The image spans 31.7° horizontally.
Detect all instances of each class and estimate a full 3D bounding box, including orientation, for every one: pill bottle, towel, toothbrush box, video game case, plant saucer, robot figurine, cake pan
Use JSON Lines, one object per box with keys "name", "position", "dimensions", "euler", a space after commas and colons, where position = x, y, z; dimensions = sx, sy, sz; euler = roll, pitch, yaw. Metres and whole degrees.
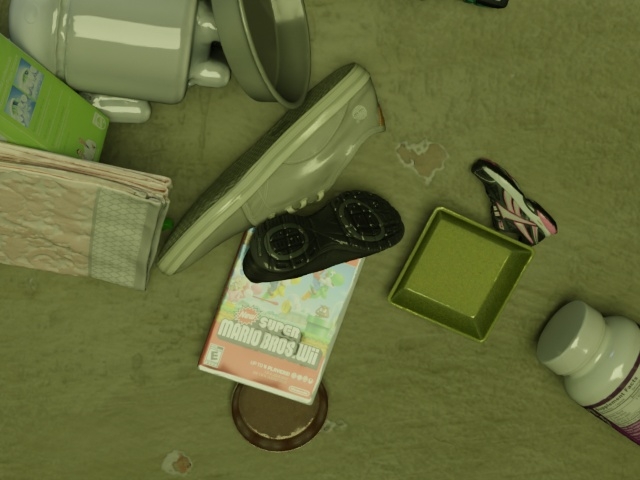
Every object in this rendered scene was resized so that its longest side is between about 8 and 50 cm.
{"name": "pill bottle", "position": [0.516, 0.231, 1.890], "dimensions": [0.301, 0.169, 0.169], "euler": [35, 98, -12]}
{"name": "towel", "position": [-0.394, -0.030, 1.676], "dimensions": [0.316, 0.332, 0.053], "euler": [12, 62, -9]}
{"name": "toothbrush box", "position": [-0.478, -0.177, 1.605], "dimensions": [0.206, 0.122, 0.283], "euler": [-12, 147, 34]}
{"name": "video game case", "position": [-0.062, 0.109, 1.856], "dimensions": [0.204, 0.025, 0.285], "euler": [19, 93, -10]}
{"name": "plant saucer", "position": [-0.069, 0.277, 1.912], "dimensions": [0.168, 0.029, 0.169], "euler": [-1, 103, -5]}
{"name": "robot figurine", "position": [-0.301, -0.311, 1.656], "dimensions": [0.353, 0.200, 0.300], "euler": [8, 111, -8]}
{"name": "cake pan", "position": [-0.087, -0.333, 1.643], "dimensions": [0.054, 0.293, 0.293], "euler": [-8, 105, 18]}
{"name": "plant saucer", "position": [0.230, 0.052, 1.873], "dimensions": [0.188, 0.045, 0.188], "euler": [24, 107, -11]}

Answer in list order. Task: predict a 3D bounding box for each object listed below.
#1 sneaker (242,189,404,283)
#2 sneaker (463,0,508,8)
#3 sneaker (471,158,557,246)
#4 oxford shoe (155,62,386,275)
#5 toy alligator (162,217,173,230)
{"name": "sneaker", "position": [0.000, 0.000, 1.790], "dimensions": [0.286, 0.130, 0.109], "euler": [-11, 73, -27]}
{"name": "sneaker", "position": [0.200, -0.435, 1.741], "dimensions": [0.223, 0.083, 0.098], "euler": [20, 96, -9]}
{"name": "sneaker", "position": [0.307, -0.053, 1.852], "dimensions": [0.178, 0.072, 0.077], "euler": [44, 106, -8]}
{"name": "oxford shoe", "position": [-0.070, -0.088, 1.754], "dimensions": [0.449, 0.169, 0.130], "euler": [-42, 108, -2]}
{"name": "toy alligator", "position": [-0.331, -0.022, 1.803], "dimensions": [0.189, 0.056, 0.051], "euler": [3, 144, -7]}
